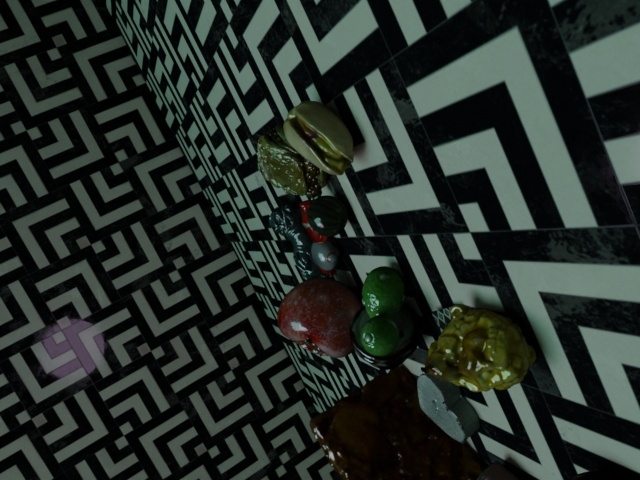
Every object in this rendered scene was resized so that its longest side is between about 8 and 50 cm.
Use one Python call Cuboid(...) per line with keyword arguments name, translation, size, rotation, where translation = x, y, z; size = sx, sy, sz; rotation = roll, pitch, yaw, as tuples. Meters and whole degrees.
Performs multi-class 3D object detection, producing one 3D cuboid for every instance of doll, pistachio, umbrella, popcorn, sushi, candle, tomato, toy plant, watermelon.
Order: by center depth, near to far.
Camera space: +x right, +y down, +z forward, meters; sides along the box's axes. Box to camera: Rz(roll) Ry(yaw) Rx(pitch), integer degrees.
Cuboid(name="popcorn", translation=(0.296, 0.204, 1.008), size=(0.194, 0.163, 0.140), rotation=(-25, 116, 41))
Cuboid(name="sushi", translation=(0.298, 0.197, 1.165), size=(0.126, 0.026, 0.120), rotation=(64, 165, 5))
Cuboid(name="pistachio", translation=(0.004, -0.228, 1.192), size=(0.200, 0.117, 0.145), rotation=(43, -166, 27))
Cuboid(name="toy plant", translation=(0.155, 0.199, 1.312), size=(0.235, 0.175, 0.218), rotation=(76, -161, -49))
Cuboid(name="candle", translation=(0.312, 0.414, 1.380), size=(0.192, 0.068, 0.168), rotation=(61, 159, 6))
Cuboid(name="watermelon", translation=(0.008, -0.067, 1.406), size=(0.133, 0.105, 0.105), rotation=(20, 140, 33))
Cuboid(name="doll", translation=(0.000, 0.000, 1.595), size=(0.142, 0.076, 0.245), rotation=(15, 128, 67))
Cuboid(name="tomato", translation=(0.011, 0.231, 1.651), size=(0.270, 0.227, 0.270), rotation=(24, 160, 9))
Cuboid(name="umbrella", translation=(-0.052, 0.040, 1.766), size=(0.349, 0.094, 0.143), rotation=(61, 166, -5))

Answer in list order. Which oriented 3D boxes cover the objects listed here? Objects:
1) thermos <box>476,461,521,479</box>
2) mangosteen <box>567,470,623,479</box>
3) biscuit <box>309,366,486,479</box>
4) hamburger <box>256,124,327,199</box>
Cuboid(name="thermos", translation=(0.463, 0.650, 1.207), size=(0.265, 0.146, 0.176), rotation=(33, 123, 38))
Cuboid(name="mangosteen", translation=(0.482, 0.469, 0.915), size=(0.152, 0.152, 0.152), rotation=(51, 160, 28))
Cuboid(name="biscuit", translation=(0.207, 0.591, 1.503), size=(0.395, 0.342, 0.166), rotation=(51, 162, 34))
Cuboid(name="hamburger", translation=(-0.064, -0.214, 1.408), size=(0.206, 0.130, 0.183), rotation=(30, 151, 24))
